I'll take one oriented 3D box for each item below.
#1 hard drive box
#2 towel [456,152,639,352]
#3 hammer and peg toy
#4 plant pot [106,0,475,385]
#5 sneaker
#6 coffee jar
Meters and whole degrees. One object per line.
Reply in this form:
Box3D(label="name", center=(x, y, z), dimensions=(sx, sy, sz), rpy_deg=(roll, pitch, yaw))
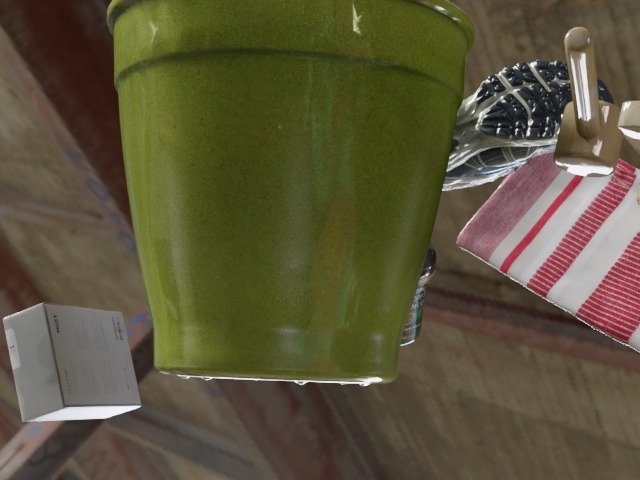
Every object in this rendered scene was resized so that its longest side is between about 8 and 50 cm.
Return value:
Box3D(label="hard drive box", center=(-0.422, 0.212, 1.858), dimensions=(0.089, 0.181, 0.232), rpy_deg=(-20, -15, 19))
Box3D(label="towel", center=(0.387, -0.009, 1.519), dimensions=(0.329, 0.237, 0.037), rpy_deg=(33, -12, 31))
Box3D(label="hammer and peg toy", center=(0.336, -0.057, 0.858), dimensions=(0.361, 0.127, 0.266), rpy_deg=(9, -8, 31))
Box3D(label="plant pot", center=(-0.034, -0.037, 1.065), dimensions=(0.366, 0.353, 0.366), rpy_deg=(2, -7, 0))
Box3D(label="sneaker", center=(0.211, -0.128, 1.301), dimensions=(0.283, 0.110, 0.122), rpy_deg=(-13, -26, 13))
Box3D(label="coffee jar", center=(0.122, 0.079, 1.692), dimensions=(0.079, 0.096, 0.184), rpy_deg=(-122, -149, -44))
